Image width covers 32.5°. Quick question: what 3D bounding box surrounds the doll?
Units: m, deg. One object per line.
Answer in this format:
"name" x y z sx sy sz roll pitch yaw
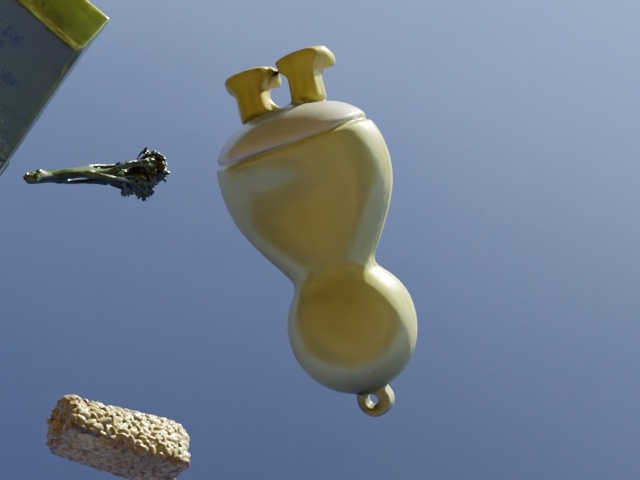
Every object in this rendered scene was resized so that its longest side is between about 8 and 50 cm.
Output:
"doll" 0.004 -0.002 0.881 0.141 0.117 0.296 -15 -81 19

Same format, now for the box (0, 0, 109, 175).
"box" -0.291 -0.136 0.835 0.173 0.311 0.043 40 -127 -11

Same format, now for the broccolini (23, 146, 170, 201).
"broccolini" -0.284 -0.074 1.410 0.201 0.074 0.058 -16 -127 -45

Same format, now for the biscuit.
"biscuit" -0.232 0.230 1.272 0.082 0.168 0.070 -50 -147 31
